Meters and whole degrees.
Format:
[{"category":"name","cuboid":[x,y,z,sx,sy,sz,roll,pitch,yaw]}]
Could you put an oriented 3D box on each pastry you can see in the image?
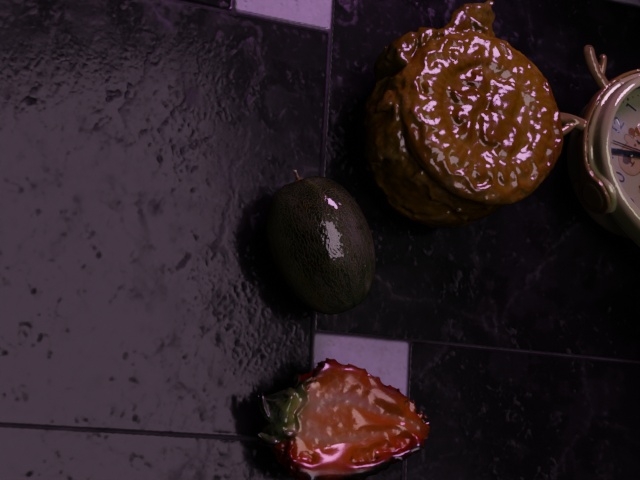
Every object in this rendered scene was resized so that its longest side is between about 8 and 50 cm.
[{"category":"pastry","cuboid":[0.155,-0.135,1.358,0.240,0.132,0.235,-31,87,-31]}]

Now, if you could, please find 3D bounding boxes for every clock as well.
[{"category":"clock","cuboid":[0.419,-0.109,1.475,0.308,0.096,0.235,37,71,-14]}]

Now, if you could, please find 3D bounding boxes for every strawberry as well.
[{"category":"strawberry","cuboid":[0.014,0.204,1.261,0.192,0.085,0.140,-26,85,-30]}]

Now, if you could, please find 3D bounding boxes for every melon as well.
[{"category":"melon","cuboid":[0.000,0.000,1.268,0.114,0.114,0.167,-20,93,-25]}]
